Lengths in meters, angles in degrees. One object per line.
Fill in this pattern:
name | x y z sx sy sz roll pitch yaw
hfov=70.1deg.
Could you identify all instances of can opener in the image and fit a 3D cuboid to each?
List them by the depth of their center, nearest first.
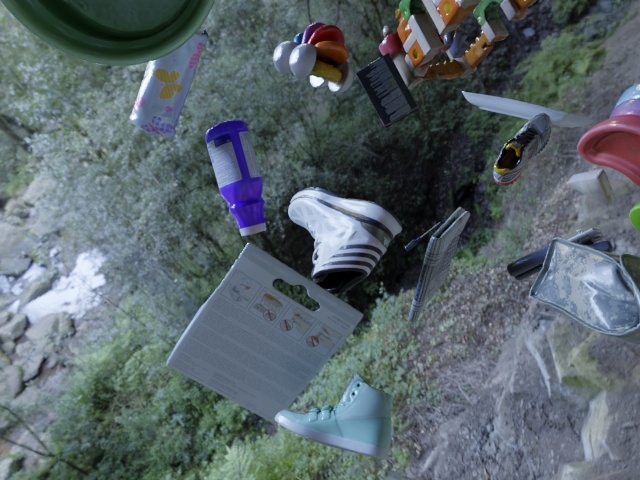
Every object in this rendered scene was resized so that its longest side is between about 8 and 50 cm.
can opener | 0.690 0.049 1.336 0.280 0.074 0.093 -30 45 34

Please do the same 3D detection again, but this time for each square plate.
square plate | 0.691 -0.432 1.522 0.347 0.049 0.344 27 26 36

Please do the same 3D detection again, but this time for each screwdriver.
screwdriver | 0.393 -0.020 1.757 0.170 0.024 0.025 -43 44 10

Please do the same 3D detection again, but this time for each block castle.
block castle | 0.366 -0.625 1.191 0.303 0.453 0.213 -20 79 -23

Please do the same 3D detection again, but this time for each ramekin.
ramekin | -0.287 -0.407 0.629 0.303 0.303 0.148 -26 26 2

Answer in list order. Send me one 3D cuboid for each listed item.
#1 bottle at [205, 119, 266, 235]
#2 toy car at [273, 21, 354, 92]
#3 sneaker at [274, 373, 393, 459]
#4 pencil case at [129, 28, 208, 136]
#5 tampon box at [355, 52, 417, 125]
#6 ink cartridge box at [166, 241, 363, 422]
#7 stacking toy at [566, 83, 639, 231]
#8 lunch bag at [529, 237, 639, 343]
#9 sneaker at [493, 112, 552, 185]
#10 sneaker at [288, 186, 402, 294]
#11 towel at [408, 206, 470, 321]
bottle | -0.205 -0.154 1.155 0.118 0.283 0.092 -12 5 44
toy car | -0.007 -0.429 1.050 0.182 0.159 0.136 36 112 48
sneaker | 0.034 0.361 0.983 0.255 0.094 0.151 5 63 22
pencil case | -0.361 -0.384 1.078 0.273 0.113 0.124 -64 29 21
tampon box | 0.182 -0.403 1.243 0.101 0.161 0.120 -28 4 15
ink cartridge box | -0.133 0.215 1.070 0.385 0.308 0.091 -54 10 19
stacking toy | 0.593 -0.118 0.750 0.309 0.279 0.130 38 86 15
lunch bag | 0.610 0.117 0.894 0.287 0.235 0.169 -130 57 -72
sneaker | 0.570 -0.260 1.282 0.088 0.092 0.225 35 94 32
sneaker | 0.000 -0.001 1.320 0.447 0.169 0.257 15 66 51
towel | 0.387 0.072 1.464 0.056 0.312 0.324 22 31 23
